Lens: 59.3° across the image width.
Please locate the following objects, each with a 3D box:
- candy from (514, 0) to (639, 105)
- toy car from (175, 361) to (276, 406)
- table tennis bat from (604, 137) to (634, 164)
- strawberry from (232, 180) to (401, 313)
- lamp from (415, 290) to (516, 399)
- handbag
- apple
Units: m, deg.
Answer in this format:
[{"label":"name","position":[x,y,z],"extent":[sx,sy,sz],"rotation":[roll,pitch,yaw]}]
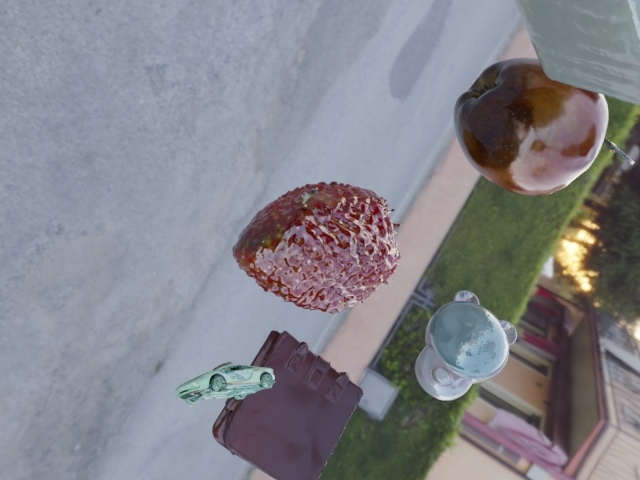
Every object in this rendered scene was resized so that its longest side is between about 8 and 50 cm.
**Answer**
[{"label":"candy","position":[0.281,-0.314,0.564],"extent":[0.145,0.208,0.358],"rotation":[-43,130,3]},{"label":"toy car","position":[-0.157,0.235,0.944],"extent":[0.093,0.058,0.186],"rotation":[-29,154,35]},{"label":"table tennis bat","position":[0.690,-0.226,1.336],"extent":[0.022,0.131,0.234],"rotation":[-51,164,23]},{"label":"strawberry","position":[0.001,-0.002,1.082],"extent":[0.292,0.292,0.343],"rotation":[-62,158,4]},{"label":"lamp","position":[0.303,0.227,1.200],"extent":[0.246,0.179,0.108],"rotation":[-44,162,-24]},{"label":"handbag","position":[-0.063,0.370,1.223],"extent":[0.276,0.260,0.084],"rotation":[-60,-162,-23]},{"label":"apple","position":[0.329,-0.188,0.903],"extent":[0.230,0.230,0.230],"rotation":[-50,158,-28]}]
